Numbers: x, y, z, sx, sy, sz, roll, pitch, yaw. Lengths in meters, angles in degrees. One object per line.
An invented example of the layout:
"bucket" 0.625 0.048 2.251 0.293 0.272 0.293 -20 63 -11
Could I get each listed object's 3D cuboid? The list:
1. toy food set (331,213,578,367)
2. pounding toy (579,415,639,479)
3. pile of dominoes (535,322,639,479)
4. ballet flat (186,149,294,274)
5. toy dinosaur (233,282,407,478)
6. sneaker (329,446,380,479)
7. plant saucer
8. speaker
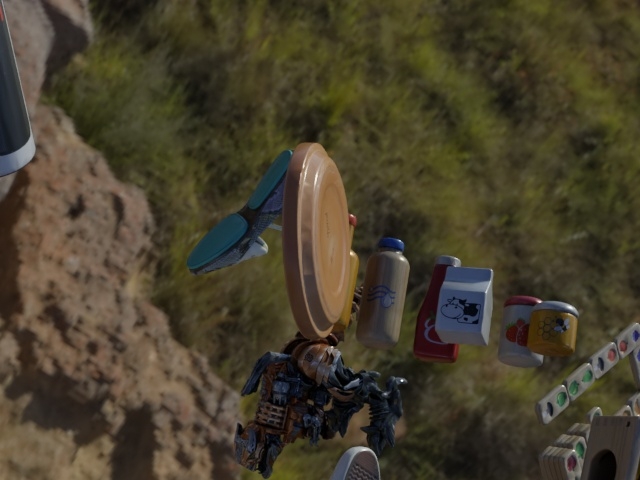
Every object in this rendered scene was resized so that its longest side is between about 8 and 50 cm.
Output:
"toy food set" 0.112 0.044 1.146 0.232 0.111 0.105 3 70 18
"pounding toy" 0.317 0.290 1.356 0.181 0.094 0.206 19 76 -20
"pile of dominoes" 0.365 0.242 1.632 0.251 0.040 0.196 -31 110 -39
"ballet flat" -0.044 -0.011 0.920 0.041 0.114 0.041 42 4 -4
"toy dinosaur" 0.006 0.205 1.895 0.218 0.322 0.164 37 8 -28
"sneaker" 0.004 0.454 2.034 0.106 0.123 0.290 18 85 -44
"plant saucer" 0.000 0.000 0.556 0.013 0.083 0.083 -3 44 13
"speaker" -0.201 -0.105 0.739 0.055 0.136 0.055 -3 33 2
